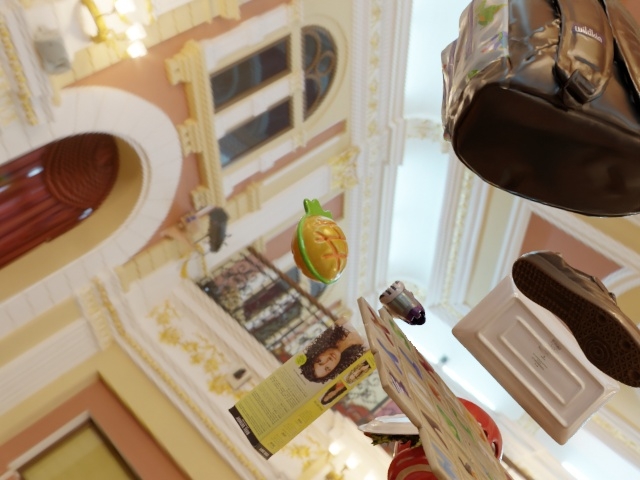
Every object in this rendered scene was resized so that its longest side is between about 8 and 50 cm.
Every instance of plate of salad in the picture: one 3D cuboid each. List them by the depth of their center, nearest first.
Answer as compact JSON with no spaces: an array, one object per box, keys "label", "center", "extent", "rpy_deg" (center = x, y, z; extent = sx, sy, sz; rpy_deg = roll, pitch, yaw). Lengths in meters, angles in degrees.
[{"label":"plate of salad","center":[0.160,0.310,1.182],"extent":[0.200,0.200,0.048],"rpy_deg":[-18,-109,61]}]

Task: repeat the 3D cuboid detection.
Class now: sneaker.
[{"label":"sneaker","center":[0.292,0.070,0.771],"extent":[0.188,0.071,0.066],"rpy_deg":[49,-39,33]},{"label":"sneaker","center":[0.188,0.159,1.583],"extent":[0.098,0.083,0.224],"rpy_deg":[46,2,20]}]

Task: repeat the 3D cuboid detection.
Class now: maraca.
[{"label":"maraca","center":[0.000,0.000,1.352],"extent":[0.099,0.185,0.127],"rpy_deg":[-24,-49,26]}]

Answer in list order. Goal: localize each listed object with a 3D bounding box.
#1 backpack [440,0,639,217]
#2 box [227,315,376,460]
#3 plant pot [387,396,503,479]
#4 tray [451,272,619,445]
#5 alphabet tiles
[{"label":"backpack","center":[0.277,-0.206,0.896],"extent":[0.290,0.355,0.273],"rpy_deg":[17,-30,-15]},{"label":"box","center":[-0.023,0.224,1.120],"extent":[0.087,0.232,0.058],"rpy_deg":[43,-10,41]},{"label":"plant pot","center":[0.219,0.401,1.316],"extent":[0.191,0.174,0.191],"rpy_deg":[10,-65,22]},{"label":"tray","center":[0.357,0.197,1.194],"extent":[0.270,0.145,0.030],"rpy_deg":[46,-3,-2]},{"label":"alphabet tiles","center":[0.150,0.216,0.769],"extent":[0.342,0.011,0.285],"rpy_deg":[51,10,-21]}]
